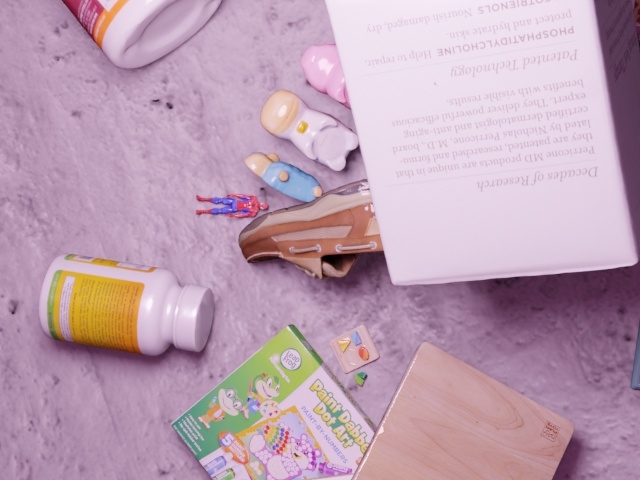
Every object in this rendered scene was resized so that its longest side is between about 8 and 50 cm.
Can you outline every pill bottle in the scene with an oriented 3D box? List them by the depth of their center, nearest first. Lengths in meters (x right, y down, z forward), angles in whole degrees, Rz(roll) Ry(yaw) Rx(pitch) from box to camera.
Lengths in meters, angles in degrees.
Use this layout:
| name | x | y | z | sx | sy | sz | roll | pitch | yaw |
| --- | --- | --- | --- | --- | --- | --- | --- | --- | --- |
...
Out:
| name | x | y | z | sx | sy | sz | roll | pitch | yaw |
| --- | --- | --- | --- | --- | --- | --- | --- | --- | --- |
| pill bottle | -0.343 | -0.477 | 1.869 | 0.224 | 0.224 | 0.392 | -39 | 82 | 7 |
| pill bottle | -0.296 | 0.104 | 1.887 | 0.245 | 0.136 | 0.136 | 9 | 90 | 10 |

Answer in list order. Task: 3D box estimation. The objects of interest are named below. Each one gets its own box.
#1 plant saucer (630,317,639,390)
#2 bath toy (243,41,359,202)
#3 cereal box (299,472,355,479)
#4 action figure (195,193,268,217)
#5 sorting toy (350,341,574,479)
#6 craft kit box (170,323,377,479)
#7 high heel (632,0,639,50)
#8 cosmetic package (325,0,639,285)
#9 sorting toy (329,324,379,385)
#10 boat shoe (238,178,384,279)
| name | x | y | z | sx | sy | sz | roll | pitch | yaw |
| --- | --- | --- | --- | --- | --- | --- | --- | --- | --- |
| plant saucer | 0.504 | 0.130 | 1.805 | 0.067 | 0.018 | 0.192 | 8 | 91 | 10 |
| bath toy | 0.020 | -0.234 | 1.851 | 0.151 | 0.129 | 0.348 | 32 | 97 | -24 |
| cereal box | 0.027 | 0.465 | 1.785 | 0.172 | 0.047 | 0.240 | -6 | 81 | -11 |
| action figure | -0.139 | -0.054 | 1.920 | 0.115 | 0.030 | 0.038 | 1 | 84 | 8 |
| sorting toy | 0.194 | 0.322 | 1.773 | 0.257 | 0.089 | 0.256 | 29 | 76 | -4 |
| craft kit box | -0.060 | 0.301 | 1.884 | 0.246 | 0.061 | 0.250 | -41 | 82 | 4 |
| high heel | 0.510 | -0.348 | 1.802 | 0.261 | 0.093 | 0.186 | -29 | 106 | -4 |
| cosmetic package | 0.245 | -0.189 | 1.613 | 0.327 | 0.329 | 0.394 | -7 | 108 | 23 |
| sorting toy | 0.058 | 0.179 | 1.885 | 0.062 | 0.012 | 0.083 | -27 | 84 | 8 |
| boat shoe | 0.000 | 0.000 | 1.778 | 0.324 | 0.122 | 0.120 | -19 | 85 | 49 |
